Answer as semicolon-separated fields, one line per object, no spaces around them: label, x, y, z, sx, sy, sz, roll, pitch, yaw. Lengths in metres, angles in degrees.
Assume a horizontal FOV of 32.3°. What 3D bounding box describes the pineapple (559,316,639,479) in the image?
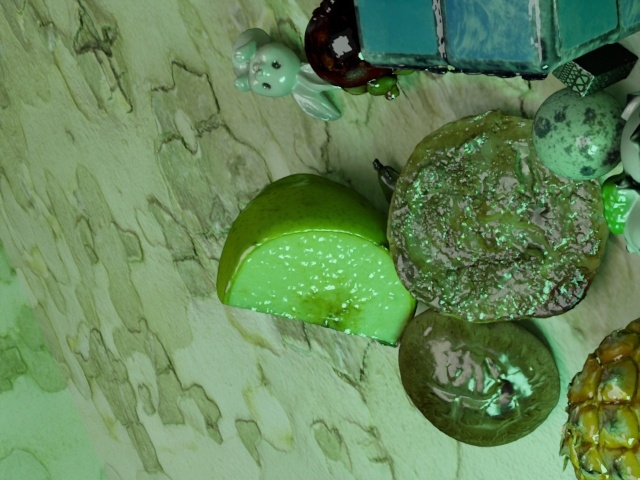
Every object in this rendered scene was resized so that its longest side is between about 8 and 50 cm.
pineapple;0.497;0.266;1.468;0.300;0.352;0.352;23;126;47

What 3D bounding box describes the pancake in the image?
pancake;0.269;-0.032;1.697;0.356;0.065;0.356;6;104;26

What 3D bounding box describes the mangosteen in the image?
mangosteen;0.071;-0.310;1.771;0.200;0.200;0.200;25;127;38

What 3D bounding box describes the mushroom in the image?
mushroom;0.261;0.226;1.840;0.278;0.146;0.278;12;122;21

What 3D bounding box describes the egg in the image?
egg;0.362;-0.147;1.527;0.172;0.132;0.132;-100;-5;-77

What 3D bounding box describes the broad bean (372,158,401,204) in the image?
broad bean;0.162;-0.058;1.882;0.213;0.048;0.070;52;139;10

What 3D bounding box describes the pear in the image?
pear;0.000;0.000;1.933;0.318;0.342;0.238;-103;32;-61

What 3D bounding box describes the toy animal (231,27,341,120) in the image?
toy animal;-0.061;-0.287;1.951;0.221;0.131;0.104;32;117;30

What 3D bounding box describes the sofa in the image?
sofa;0.372;-0.237;1.498;0.060;0.118;0.039;45;136;22

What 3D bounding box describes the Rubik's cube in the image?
Rubik's cube;0.240;-0.402;1.405;0.316;0.313;0.318;14;121;44

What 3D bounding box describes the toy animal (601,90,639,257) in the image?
toy animal;0.469;-0.063;1.417;0.212;0.212;0.267;20;118;41
